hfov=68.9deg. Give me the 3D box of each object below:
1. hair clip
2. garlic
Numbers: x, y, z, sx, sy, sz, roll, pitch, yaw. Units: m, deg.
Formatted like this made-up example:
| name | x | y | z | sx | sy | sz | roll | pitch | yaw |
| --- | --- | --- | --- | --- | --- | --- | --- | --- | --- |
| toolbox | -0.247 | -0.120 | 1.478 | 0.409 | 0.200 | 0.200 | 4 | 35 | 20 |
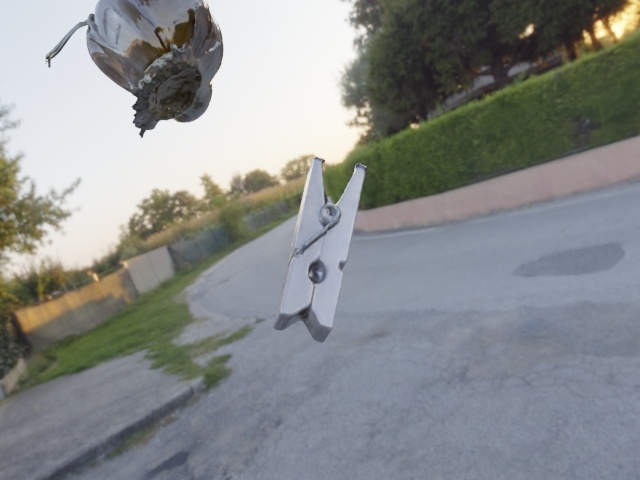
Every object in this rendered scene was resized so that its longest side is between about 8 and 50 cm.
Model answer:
| name | x | y | z | sx | sy | sz | roll | pitch | yaw |
| --- | --- | --- | --- | --- | --- | --- | --- | --- | --- |
| hair clip | 0.001 | -0.002 | 0.764 | 0.085 | 0.101 | 0.331 | 120 | 166 | -50 |
| garlic | -0.253 | -0.231 | 0.622 | 0.256 | 0.207 | 0.207 | -14 | 6 | -3 |
